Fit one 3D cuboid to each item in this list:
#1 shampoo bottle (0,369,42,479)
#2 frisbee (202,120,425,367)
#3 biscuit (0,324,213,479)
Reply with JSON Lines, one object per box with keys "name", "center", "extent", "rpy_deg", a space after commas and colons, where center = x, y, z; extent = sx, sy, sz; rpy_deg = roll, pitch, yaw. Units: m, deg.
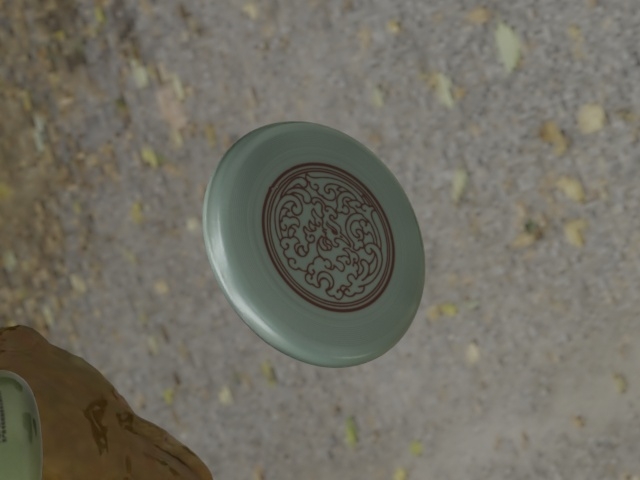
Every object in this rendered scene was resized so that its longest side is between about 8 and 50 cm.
{"name": "shampoo bottle", "center": [-0.203, 0.094, 0.692], "extent": [0.079, 0.162, 0.079], "rpy_deg": [-179, 90, -66]}
{"name": "frisbee", "center": [0.000, 0.000, 0.696], "extent": [0.014, 0.110, 0.110], "rpy_deg": [-32, 80, 50]}
{"name": "biscuit", "center": [-0.195, 0.192, 1.013], "extent": [0.376, 0.269, 0.051], "rpy_deg": [41, 147, -19]}
